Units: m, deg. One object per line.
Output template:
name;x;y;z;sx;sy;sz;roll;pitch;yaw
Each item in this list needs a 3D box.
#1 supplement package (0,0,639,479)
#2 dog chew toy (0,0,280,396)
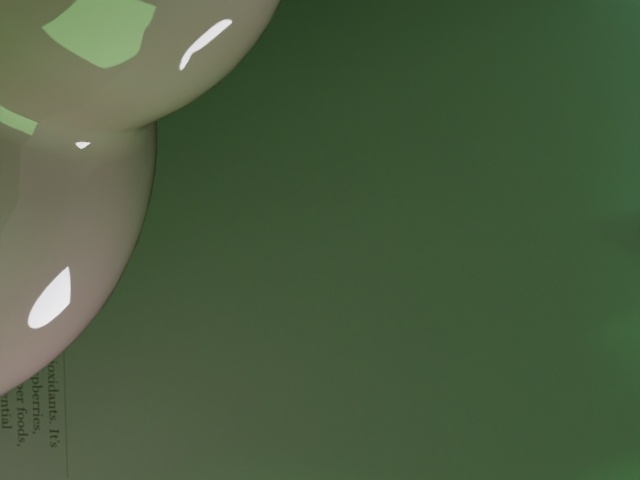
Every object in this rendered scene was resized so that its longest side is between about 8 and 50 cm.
supplement package;0.000;0.000;0.675;0.293;0.177;0.175;1;-178;25
dog chew toy;-0.137;-0.025;0.494;0.332;0.207;0.206;-39;166;24
